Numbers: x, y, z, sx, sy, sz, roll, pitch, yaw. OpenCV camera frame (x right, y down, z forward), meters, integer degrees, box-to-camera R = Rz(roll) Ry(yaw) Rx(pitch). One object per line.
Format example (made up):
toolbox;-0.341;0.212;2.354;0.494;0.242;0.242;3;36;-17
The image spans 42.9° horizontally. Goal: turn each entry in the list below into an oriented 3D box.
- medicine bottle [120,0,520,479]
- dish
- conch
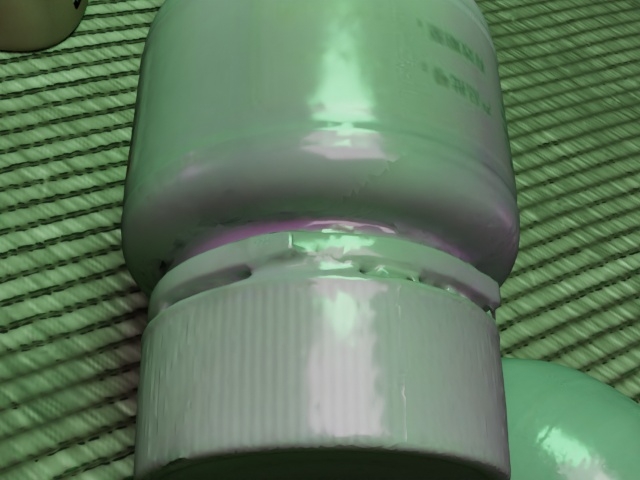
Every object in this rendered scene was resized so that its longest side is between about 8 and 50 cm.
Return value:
medicine bottle;0.000;0.000;0.529;0.256;0.256;0.325;6;62;-14
dish;-0.312;-0.270;0.737;0.213;0.090;0.213;9;51;-12
conch;0.174;0.154;0.572;0.221;0.121;0.185;30;21;12
